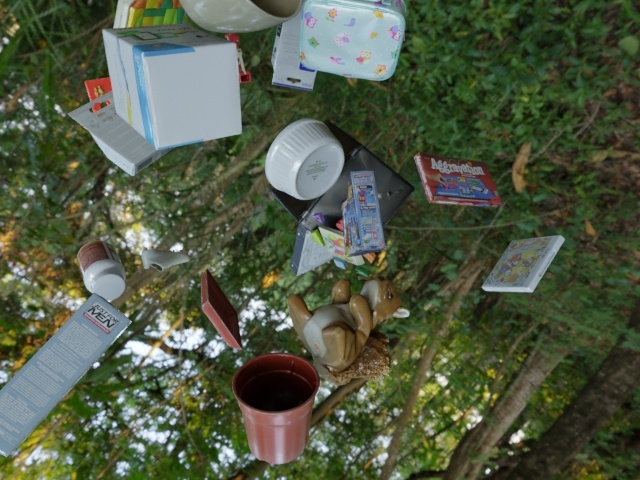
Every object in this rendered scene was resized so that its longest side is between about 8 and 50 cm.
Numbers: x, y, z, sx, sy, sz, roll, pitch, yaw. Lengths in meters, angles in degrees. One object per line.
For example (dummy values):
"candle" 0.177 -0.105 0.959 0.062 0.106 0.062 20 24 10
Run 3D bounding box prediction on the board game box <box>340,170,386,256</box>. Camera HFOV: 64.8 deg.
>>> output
"board game box" 0.099 -0.064 1.235 0.060 0.193 0.194 -3 174 -9

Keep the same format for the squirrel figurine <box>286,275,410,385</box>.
"squirrel figurine" 0.132 0.313 1.805 0.281 0.371 0.396 20 129 48

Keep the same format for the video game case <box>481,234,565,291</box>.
"video game case" 0.636 0.075 1.600 0.026 0.206 0.227 41 165 -10

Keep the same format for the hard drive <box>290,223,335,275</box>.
"hard drive" 0.000 0.000 2.154 0.064 0.237 0.338 51 150 25

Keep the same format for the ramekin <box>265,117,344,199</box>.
"ramekin" -0.040 -0.257 1.678 0.127 0.272 0.273 43 -176 32

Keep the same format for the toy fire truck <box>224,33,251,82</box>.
"toy fire truck" -0.332 -0.733 2.022 0.135 0.047 0.191 -144 42 -59

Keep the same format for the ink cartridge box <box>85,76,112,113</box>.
"ink cartridge box" -0.720 -0.530 2.052 0.091 0.386 0.307 -142 40 -69

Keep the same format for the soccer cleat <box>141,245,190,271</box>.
"soccer cleat" -0.509 0.066 1.662 0.068 0.076 0.196 -7 170 29

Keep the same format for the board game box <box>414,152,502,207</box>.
"board game box" 0.393 -0.167 1.424 0.282 0.027 0.144 0 -115 -34

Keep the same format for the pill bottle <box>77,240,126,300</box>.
"pill bottle" -0.678 0.095 1.569 0.121 0.121 0.216 38 -179 -41

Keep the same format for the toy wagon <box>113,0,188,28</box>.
"toy wagon" -0.512 -0.706 1.596 0.068 0.267 0.344 33 -147 7

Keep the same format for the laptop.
"laptop" 0.075 -0.200 2.005 0.236 0.381 0.408 31 -169 -45

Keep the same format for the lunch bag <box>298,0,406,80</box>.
"lunch bag" 0.088 -0.553 1.334 0.280 0.107 0.223 9 140 1

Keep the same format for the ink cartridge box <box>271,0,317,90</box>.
"ink cartridge box" -0.071 -0.705 1.765 0.166 0.332 0.065 3 -151 -26

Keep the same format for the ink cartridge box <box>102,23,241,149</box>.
"ink cartridge box" -0.327 -0.348 1.108 0.270 0.198 0.197 37 136 43

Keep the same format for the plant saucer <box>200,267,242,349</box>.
"plant saucer" -0.392 0.271 1.956 0.259 0.048 0.258 62 180 -29

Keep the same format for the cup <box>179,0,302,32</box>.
"cup" -0.241 -0.688 1.333 0.237 0.330 0.331 -16 140 38

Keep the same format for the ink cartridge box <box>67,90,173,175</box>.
"ink cartridge box" -0.555 -0.310 1.433 0.232 0.189 0.066 35 138 4

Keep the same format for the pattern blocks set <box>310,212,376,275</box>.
"pattern blocks set" 0.075 0.019 1.837 0.286 0.026 0.324 13 148 45

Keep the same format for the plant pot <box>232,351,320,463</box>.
"plant pot" -0.138 0.553 1.630 0.273 0.264 0.272 0 -153 0

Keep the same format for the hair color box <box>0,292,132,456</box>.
"hair color box" -0.628 0.306 1.212 0.114 0.374 0.185 42 160 -9
